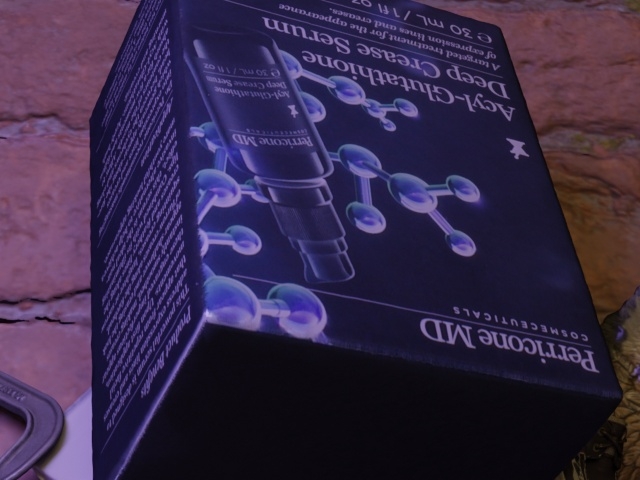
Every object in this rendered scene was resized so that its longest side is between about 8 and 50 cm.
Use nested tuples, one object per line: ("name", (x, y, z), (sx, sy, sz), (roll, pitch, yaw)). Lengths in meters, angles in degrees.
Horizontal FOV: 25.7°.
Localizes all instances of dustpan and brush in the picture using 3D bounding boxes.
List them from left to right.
("dustpan and brush", (-0.091, 0.176, 1.018), (0.211, 0.060, 0.147), (32, 62, 30))

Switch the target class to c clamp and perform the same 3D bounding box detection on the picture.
("c clamp", (-0.262, 0.147, 1.020), (0.161, 0.022, 0.137), (26, 57, 34))

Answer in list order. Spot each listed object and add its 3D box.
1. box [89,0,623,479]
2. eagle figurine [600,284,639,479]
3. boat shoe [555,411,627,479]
("box", (0.000, 0.000, 1.030), (0.294, 0.212, 0.395), (12, 43, -22))
("eagle figurine", (0.319, 0.109, 1.035), (0.225, 0.226, 0.298), (46, 50, 8))
("boat shoe", (0.188, 0.134, 0.980), (0.056, 0.049, 0.152), (21, 50, -46))
